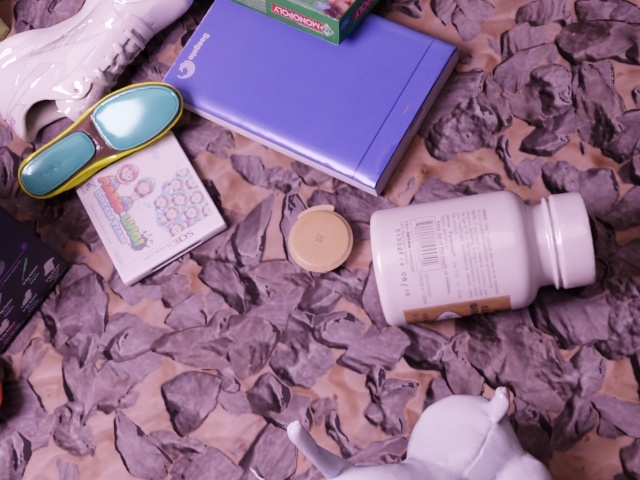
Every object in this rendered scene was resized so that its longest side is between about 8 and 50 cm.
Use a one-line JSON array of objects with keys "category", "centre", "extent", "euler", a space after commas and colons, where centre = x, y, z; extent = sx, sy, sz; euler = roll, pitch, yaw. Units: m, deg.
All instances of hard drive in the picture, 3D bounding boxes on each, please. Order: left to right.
[{"category": "hard drive", "centre": [-0.017, -0.209, 1.358], "extent": [0.318, 0.040, 0.210], "euler": [26, 76, 20]}]

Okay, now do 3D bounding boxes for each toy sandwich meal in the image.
[{"category": "toy sandwich meal", "centre": [0.000, 0.000, 1.279], "extent": [0.085, 0.029, 0.086], "euler": [-2, 72, 8]}]

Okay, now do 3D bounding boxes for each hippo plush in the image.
[{"category": "hippo plush", "centre": [0.103, 0.271, 1.084], "extent": [0.294, 0.234, 0.236], "euler": [47, 52, 9]}]

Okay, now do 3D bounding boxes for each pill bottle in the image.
[{"category": "pill bottle", "centre": [0.176, 0.015, 1.180], "extent": [0.229, 0.131, 0.131], "euler": [-9, 67, 8]}]

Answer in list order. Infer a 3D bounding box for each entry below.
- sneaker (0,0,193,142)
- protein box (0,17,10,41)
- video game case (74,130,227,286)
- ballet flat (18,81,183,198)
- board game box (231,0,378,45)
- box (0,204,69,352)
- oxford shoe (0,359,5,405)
[{"category": "sneaker", "centre": [-0.284, -0.233, 1.395], "extent": [0.305, 0.114, 0.152], "euler": [-28, 72, 9]}, {"category": "protein box", "centre": [-0.561, -0.317, 1.423], "extent": [0.199, 0.201, 0.136], "euler": [28, 77, 20]}, {"category": "video game case", "centre": [-0.212, -0.042, 1.343], "extent": [0.143, 0.019, 0.157], "euler": [-31, 66, -2]}, {"category": "ballet flat", "centre": [-0.275, -0.128, 1.359], "extent": [0.231, 0.077, 0.077], "euler": [-31, 94, 1]}, {"category": "board game box", "centre": [-0.054, -0.386, 1.403], "extent": [0.317, 0.046, 0.213], "euler": [27, 58, 20]}, {"category": "box", "centre": [-0.435, -0.002, 1.234], "extent": [0.165, 0.270, 0.143], "euler": [32, 78, 21]}, {"category": "oxford shoe", "centre": [-0.505, 0.165, 1.253], "extent": [0.271, 0.097, 0.098], "euler": [4, 24, -11]}]
